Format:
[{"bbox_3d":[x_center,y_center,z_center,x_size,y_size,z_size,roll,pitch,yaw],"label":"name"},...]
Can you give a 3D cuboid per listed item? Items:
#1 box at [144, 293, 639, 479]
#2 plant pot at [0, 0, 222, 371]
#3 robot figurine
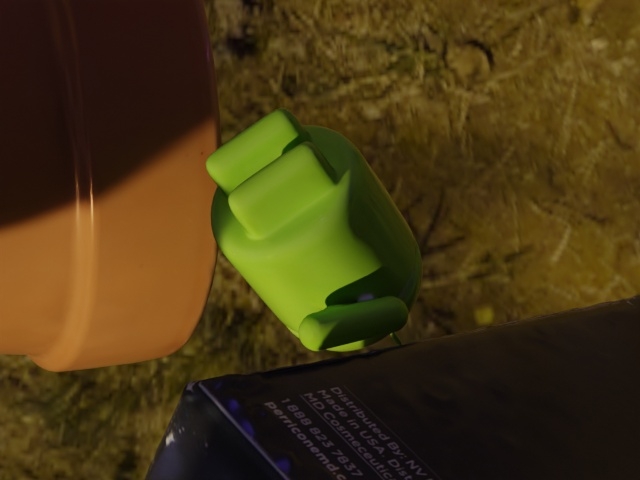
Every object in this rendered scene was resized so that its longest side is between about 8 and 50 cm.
[{"bbox_3d":[0.055,0.197,0.587,0.294,0.183,0.296,-8,131,-48],"label":"box"},{"bbox_3d":[-0.196,-0.064,0.702,0.204,0.291,0.290,-12,128,-24],"label":"plant pot"},{"bbox_3d":[0.000,0.000,0.586,0.067,0.101,0.115,-37,136,0],"label":"robot figurine"}]
